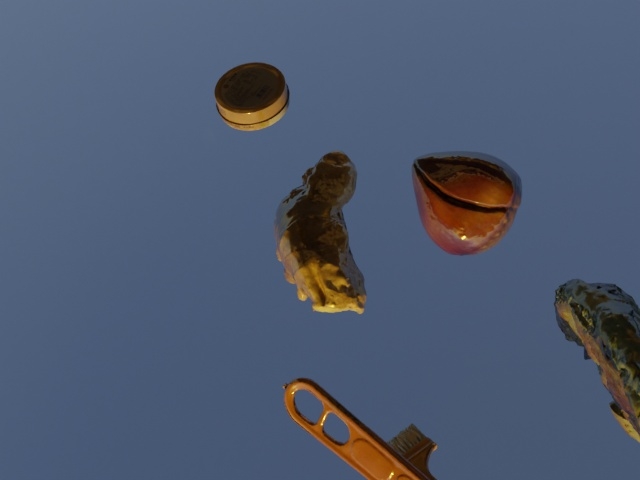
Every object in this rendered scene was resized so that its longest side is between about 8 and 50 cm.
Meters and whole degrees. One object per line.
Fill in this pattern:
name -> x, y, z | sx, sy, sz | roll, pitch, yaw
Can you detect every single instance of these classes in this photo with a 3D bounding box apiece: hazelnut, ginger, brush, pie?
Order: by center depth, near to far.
pie -> 0.263, 0.154, 0.654 | 0.067, 0.302, 0.302 | -33, -125, 11
brush -> 0.089, 0.199, 0.676 | 0.314, 0.017, 0.090 | 36, -60, 23
ginger -> -0.010, 0.001, 0.972 | 0.115, 0.081, 0.205 | -16, -134, 19
brush -> 0.141, 0.325, 1.220 | 0.103, 0.013, 0.272 | -34, -156, -10
hazelnut -> 0.247, -0.079, 1.652 | 0.208, 0.208, 0.208 | -10, -120, 18

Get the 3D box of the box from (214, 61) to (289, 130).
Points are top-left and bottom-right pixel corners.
box -> -0.096, -0.203, 1.308 | 0.106, 0.037, 0.105 | -4, -127, 6
